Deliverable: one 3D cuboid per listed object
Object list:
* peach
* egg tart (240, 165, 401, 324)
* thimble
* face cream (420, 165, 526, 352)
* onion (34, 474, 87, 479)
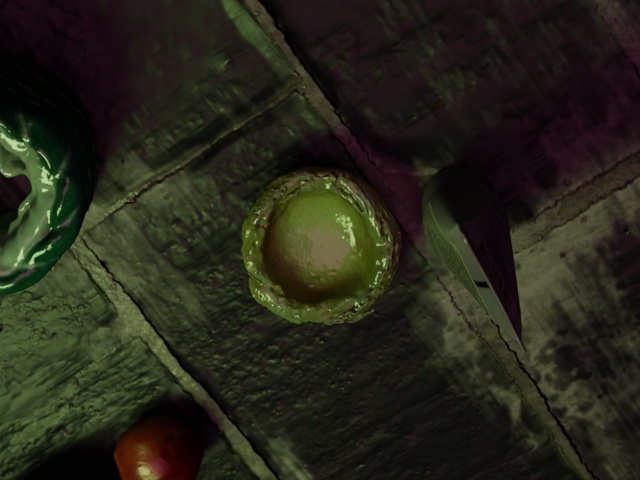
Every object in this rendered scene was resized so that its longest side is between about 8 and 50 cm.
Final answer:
[{"bbox_3d":[-0.195,0.262,1.698,0.100,0.101,0.101,-1,112,-2],"label":"peach"},{"bbox_3d":[0.000,0.000,1.607,0.197,0.078,0.197,-1,111,-4],"label":"egg tart"},{"bbox_3d":[-0.392,-0.075,1.513,0.288,0.167,0.254,24,109,-12],"label":"thimble"},{"bbox_3d":[0.167,0.003,1.508,0.096,0.274,0.154,-24,112,7],"label":"face cream"},{"bbox_3d":[-0.319,0.418,1.689,0.252,0.219,0.252,1,104,3],"label":"onion"}]
